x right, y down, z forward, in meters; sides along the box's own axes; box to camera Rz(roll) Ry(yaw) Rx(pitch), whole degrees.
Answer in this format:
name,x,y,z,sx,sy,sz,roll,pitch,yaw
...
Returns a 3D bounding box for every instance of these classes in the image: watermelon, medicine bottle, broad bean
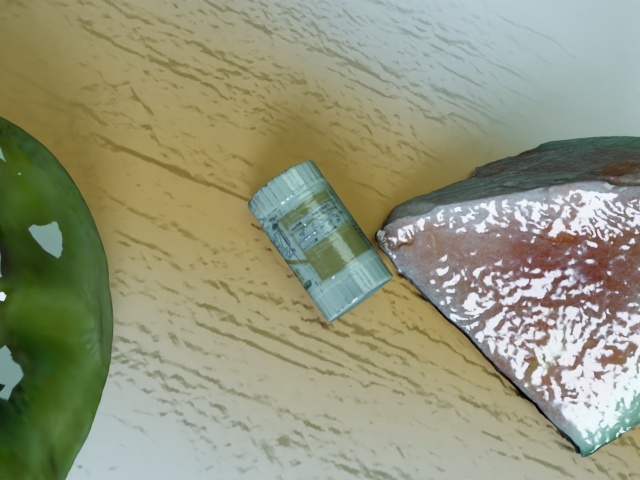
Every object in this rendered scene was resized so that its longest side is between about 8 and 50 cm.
name,x,y,z,sx,sy,sz,roll,pitch,yaw
watermelon,0.145,0.025,0.709,0.202,0.136,0.207,10,85,18
medicine bottle,0.000,0.000,0.639,0.047,0.047,0.083,-30,82,-36
broad bean,-0.169,0.041,0.522,0.153,0.072,0.207,3,75,-25
